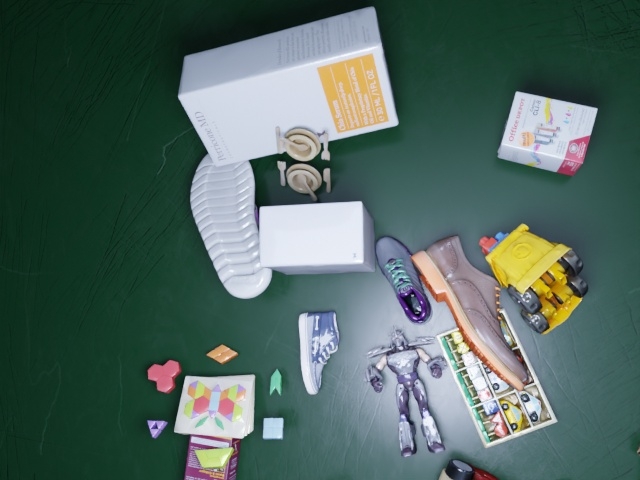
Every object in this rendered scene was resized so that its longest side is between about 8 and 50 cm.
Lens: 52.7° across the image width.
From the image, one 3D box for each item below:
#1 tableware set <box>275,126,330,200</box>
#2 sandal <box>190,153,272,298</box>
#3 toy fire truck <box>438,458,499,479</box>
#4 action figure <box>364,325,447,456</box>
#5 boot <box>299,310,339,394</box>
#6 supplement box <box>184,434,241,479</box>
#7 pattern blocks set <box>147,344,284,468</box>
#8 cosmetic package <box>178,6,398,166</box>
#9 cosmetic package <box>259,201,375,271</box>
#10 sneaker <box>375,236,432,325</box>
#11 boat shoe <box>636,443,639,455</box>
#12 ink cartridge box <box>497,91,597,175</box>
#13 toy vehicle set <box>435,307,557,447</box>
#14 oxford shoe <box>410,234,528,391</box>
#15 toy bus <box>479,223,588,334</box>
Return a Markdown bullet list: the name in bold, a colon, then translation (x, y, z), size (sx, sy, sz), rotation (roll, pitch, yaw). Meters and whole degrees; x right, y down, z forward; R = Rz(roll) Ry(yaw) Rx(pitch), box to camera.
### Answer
- **tableware set**: translation (-0.044, -0.176, 1.506), size (0.128, 0.194, 0.039), rotation (9, 51, 10)
- **sandal**: translation (-0.214, -0.041, 1.563), size (0.169, 0.102, 0.416), rotation (-17, 64, 8)
- **toy fire truck**: translation (0.395, 0.550, 1.356), size (0.217, 0.246, 0.158), rotation (27, 98, 56)
- **action figure**: translation (0.201, 0.329, 1.446), size (0.185, 0.099, 0.285), rotation (-16, 78, 15)
- **boot**: translation (0.002, 0.259, 1.505), size (0.086, 0.069, 0.190), rotation (-8, 80, 13)
- **supplement box**: translation (-0.256, 0.537, 1.521), size (0.104, 0.081, 0.188), rotation (6, 84, 12)
- **pattern blocks set**: translation (-0.245, 0.383, 1.508), size (0.325, 0.026, 0.285), rotation (-11, 60, 1)
- **cosmetic package**: translation (-0.067, -0.345, 1.485), size (0.453, 0.230, 0.161), rotation (-12, 49, 11)
- **cosmetic package**: translation (0.000, 0.000, 1.456), size (0.224, 0.224, 0.138), rotation (-2, 83, 11)
- **sneaker**: translation (0.192, 0.086, 1.472), size (0.083, 0.098, 0.224), rotation (-29, 79, 7)
- **boat shoe**: translation (0.711, 0.441, 1.320), size (0.104, 0.111, 0.307), rotation (-1, 83, 10)
- **ink cartridge box**: translation (0.496, -0.235, 1.431), size (0.176, 0.127, 0.128), rotation (15, 87, 14)
- **toy vehicle set**: translation (0.387, 0.304, 1.440), size (0.166, 0.035, 0.267), rotation (-25, 79, 8)
- **oxford shoe**: translation (0.346, 0.149, 1.386), size (0.132, 0.130, 0.364), rotation (-33, 77, -1)
- **toy bus**: translation (0.443, 0.071, 1.397), size (0.149, 0.220, 0.211), rotation (-43, 46, -5)
